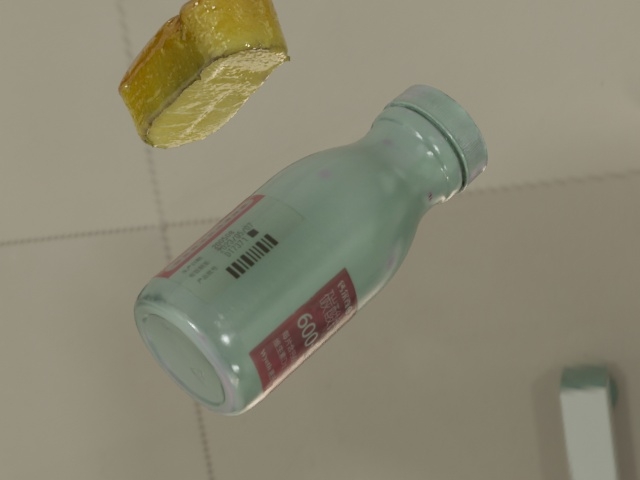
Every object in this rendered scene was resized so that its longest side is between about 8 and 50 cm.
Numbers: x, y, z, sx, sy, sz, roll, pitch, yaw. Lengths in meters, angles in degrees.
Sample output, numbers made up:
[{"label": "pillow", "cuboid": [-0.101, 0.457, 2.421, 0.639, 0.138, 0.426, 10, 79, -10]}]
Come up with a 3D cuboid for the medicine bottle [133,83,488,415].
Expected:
[{"label": "medicine bottle", "cuboid": [0.000, 0.000, 0.998, 0.216, 0.090, 0.090, -41, 98, -24]}]

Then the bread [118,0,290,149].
[{"label": "bread", "cuboid": [-0.120, -0.173, 1.750, 0.245, 0.102, 0.094, -39, 67, 57]}]
